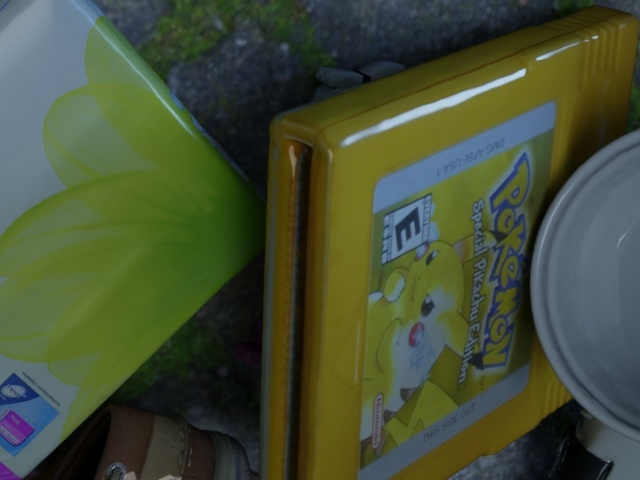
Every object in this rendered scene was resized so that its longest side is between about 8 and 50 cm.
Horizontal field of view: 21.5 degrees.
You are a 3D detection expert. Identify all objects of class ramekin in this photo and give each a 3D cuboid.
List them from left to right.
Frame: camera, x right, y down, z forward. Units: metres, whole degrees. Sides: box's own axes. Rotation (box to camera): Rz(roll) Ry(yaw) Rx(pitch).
[{"bbox_3d":[0.246,0.030,1.069,0.207,0.207,0.109,-65,157,7],"label":"ramekin"}]

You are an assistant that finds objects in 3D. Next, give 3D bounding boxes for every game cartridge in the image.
[{"bbox_3d":[0.087,0.021,1.056,0.323,0.052,0.285,-23,125,-43],"label":"game cartridge"}]

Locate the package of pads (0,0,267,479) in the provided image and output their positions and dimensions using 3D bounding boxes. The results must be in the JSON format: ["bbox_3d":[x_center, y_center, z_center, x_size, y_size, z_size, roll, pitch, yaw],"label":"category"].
[{"bbox_3d":[-0.200,0.005,0.958,0.296,0.101,0.229,-44,123,-6],"label":"package of pads"}]

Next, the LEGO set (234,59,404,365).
[{"bbox_3d":[0.000,0.000,1.063,0.093,0.087,0.227,4,106,-28],"label":"LEGO set"}]

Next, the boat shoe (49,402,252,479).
[{"bbox_3d":[-0.177,0.229,1.021,0.116,0.123,0.324,34,94,-27],"label":"boat shoe"}]

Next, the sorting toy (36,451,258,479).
[{"bbox_3d":[-0.067,0.259,1.151,0.347,0.047,0.196,30,94,-31],"label":"sorting toy"}]

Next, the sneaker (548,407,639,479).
[{"bbox_3d":[0.227,0.161,1.217,0.330,0.146,0.122,-42,151,26],"label":"sneaker"}]
